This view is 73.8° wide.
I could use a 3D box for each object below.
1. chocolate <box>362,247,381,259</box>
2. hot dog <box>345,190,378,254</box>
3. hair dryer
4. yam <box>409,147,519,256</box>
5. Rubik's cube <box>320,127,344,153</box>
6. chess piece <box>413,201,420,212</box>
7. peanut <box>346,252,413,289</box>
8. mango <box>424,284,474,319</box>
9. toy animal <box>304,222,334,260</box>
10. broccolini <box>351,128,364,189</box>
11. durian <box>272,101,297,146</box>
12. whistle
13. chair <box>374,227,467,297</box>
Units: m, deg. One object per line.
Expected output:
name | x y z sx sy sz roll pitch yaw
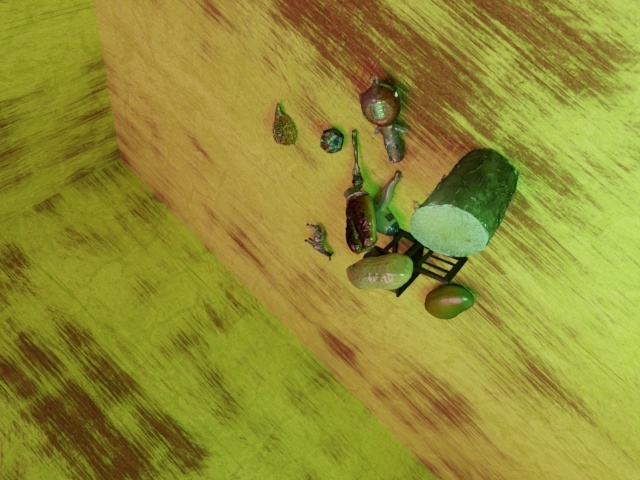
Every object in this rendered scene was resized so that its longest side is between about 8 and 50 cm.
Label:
chocolate | 0.221 0.078 1.846 0.064 0.031 0.100 49 142 0
hot dog | 0.168 -0.077 1.812 0.162 0.081 0.271 -12 81 44
hair dryer | 0.224 -0.192 1.862 0.295 0.119 0.298 25 126 39
yam | 0.475 -0.125 1.380 0.241 0.348 0.241 31 151 20
Rubik's cube | 0.049 -0.421 1.799 0.111 0.111 0.093 20 166 38
chess piece | 0.405 -0.117 1.757 0.035 0.035 0.092 1 122 50
peanut | 0.241 0.136 1.756 0.313 0.152 0.152 -11 117 38
mango | 0.570 0.276 1.906 0.156 0.114 0.251 55 150 3
toy animal | -0.003 0.004 2.353 0.176 0.073 0.217 26 138 22
broccolini | 0.143 -0.332 1.783 0.071 0.057 0.255 5 124 26
durian | -0.185 -0.529 1.977 0.140 0.078 0.224 21 140 37
whistle | 0.235 -0.434 1.537 0.142 0.134 0.346 -13 130 15
chair | 0.399 0.123 1.874 0.416 0.203 0.241 28 139 32
